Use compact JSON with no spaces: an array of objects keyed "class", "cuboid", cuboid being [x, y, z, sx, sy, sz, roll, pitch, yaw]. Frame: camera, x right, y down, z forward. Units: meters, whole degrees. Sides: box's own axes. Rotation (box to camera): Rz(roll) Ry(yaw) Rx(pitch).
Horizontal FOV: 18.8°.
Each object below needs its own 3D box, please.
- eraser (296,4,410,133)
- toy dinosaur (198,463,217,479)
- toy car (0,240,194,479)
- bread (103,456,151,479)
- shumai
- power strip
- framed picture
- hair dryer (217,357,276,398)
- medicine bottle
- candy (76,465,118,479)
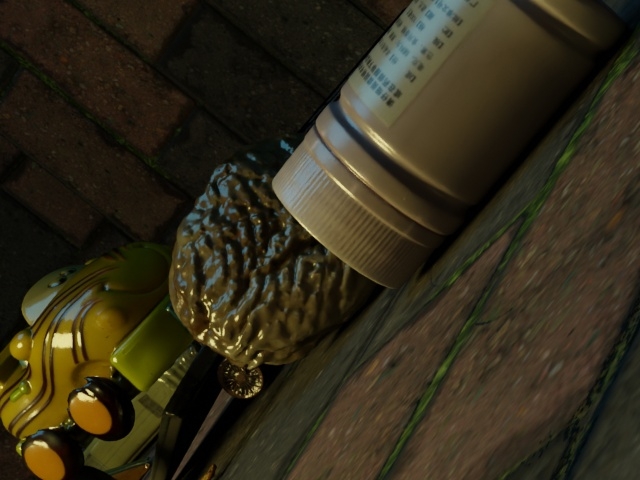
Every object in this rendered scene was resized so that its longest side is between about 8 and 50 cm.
[{"class":"eraser","cuboid":[0.105,-0.158,1.790,0.332,0.101,0.155,-52,15,-25]},{"class":"toy dinosaur","cuboid":[-0.125,0.225,1.583,0.113,0.026,0.041,-45,14,-17]},{"class":"toy car","cuboid":[-0.200,0.090,1.683,0.248,0.142,0.200,-44,6,38]},{"class":"bread","cuboid":[-0.267,0.281,2.210,0.139,0.084,0.074,-51,3,-2]},{"class":"shumai","cuboid":[-0.020,0.022,1.592,0.206,0.166,0.175,-40,-23,-5]},{"class":"power strip","cuboid":[-0.223,0.224,2.405,0.092,0.066,0.387,-53,2,-41]},{"class":"framed picture","cuboid":[-0.095,0.105,1.847,0.260,0.023,0.189,-61,-5,-32]},{"class":"hair dryer","cuboid":[-0.004,0.043,1.772,0.195,0.050,0.173,-44,8,26]},{"class":"medicine bottle","cuboid":[0.089,-0.097,1.367,0.250,0.133,0.133,-51,4,12]},{"class":"candy","cuboid":[-0.253,0.312,1.706,0.234,0.102,0.104,-50,5,2]}]
